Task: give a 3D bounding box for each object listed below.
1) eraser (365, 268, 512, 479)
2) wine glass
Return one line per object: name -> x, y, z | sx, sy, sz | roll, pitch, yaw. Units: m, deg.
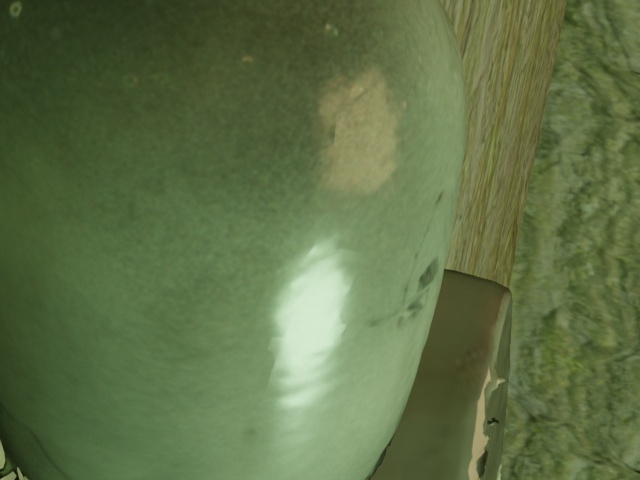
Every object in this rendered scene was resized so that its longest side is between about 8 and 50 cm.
eraser -> -0.016, 0.179, 0.784 | 0.331, 0.150, 0.331 | 11, 90, -82
wine glass -> -0.025, -0.071, 0.421 | 0.143, 0.143, 0.321 | -65, 168, -49
